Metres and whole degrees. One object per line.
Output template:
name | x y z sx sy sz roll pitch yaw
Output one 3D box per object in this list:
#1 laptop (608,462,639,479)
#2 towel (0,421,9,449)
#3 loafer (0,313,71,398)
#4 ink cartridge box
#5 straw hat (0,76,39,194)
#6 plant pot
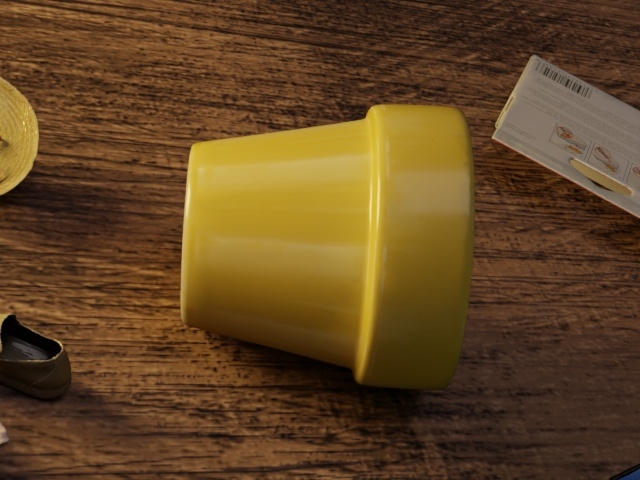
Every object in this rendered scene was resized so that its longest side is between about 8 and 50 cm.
laptop | 0.491 0.209 0.915 0.382 0.408 0.236 -9 83 -49
towel | -0.445 0.108 0.951 0.332 0.053 0.317 42 40 20
loafer | -0.270 0.080 1.080 0.148 0.050 0.056 18 38 -9
ink cartridge box | 0.343 -0.095 1.614 0.275 0.060 0.239 29 39 4
straw hat | -0.333 -0.086 1.231 0.145 0.061 0.144 11 57 -18
plant pot | 0.000 0.000 1.183 0.239 0.254 0.254 4 41 -4
